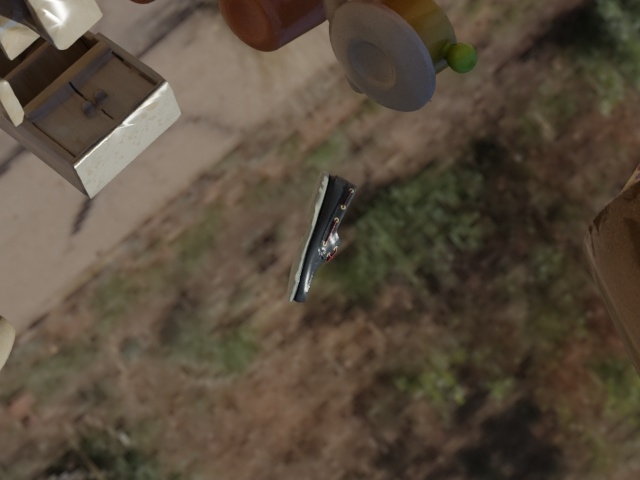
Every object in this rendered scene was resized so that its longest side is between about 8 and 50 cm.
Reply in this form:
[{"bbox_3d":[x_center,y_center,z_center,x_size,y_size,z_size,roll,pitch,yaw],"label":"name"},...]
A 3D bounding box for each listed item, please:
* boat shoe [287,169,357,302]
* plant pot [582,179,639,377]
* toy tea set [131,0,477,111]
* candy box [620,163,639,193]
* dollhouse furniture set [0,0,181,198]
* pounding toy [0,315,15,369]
[{"bbox_3d":[0.000,0.000,1.645,0.049,0.042,0.133,142,-33,-73],"label":"boat shoe"},{"bbox_3d":[0.312,0.088,1.096,0.237,0.254,0.237,-8,154,-4],"label":"plant pot"},{"bbox_3d":[-0.022,-0.226,1.168,0.124,0.336,0.200,-44,139,-29],"label":"toy tea set"},{"bbox_3d":[0.339,-0.023,1.626,0.053,0.109,0.187,-15,-150,48],"label":"candy box"},{"bbox_3d":[-0.339,-0.271,1.927,0.362,0.256,0.394,-45,149,-17],"label":"dollhouse furniture set"},{"bbox_3d":[-0.364,0.086,1.192,0.155,0.269,0.154,94,15,-48],"label":"pounding toy"}]
